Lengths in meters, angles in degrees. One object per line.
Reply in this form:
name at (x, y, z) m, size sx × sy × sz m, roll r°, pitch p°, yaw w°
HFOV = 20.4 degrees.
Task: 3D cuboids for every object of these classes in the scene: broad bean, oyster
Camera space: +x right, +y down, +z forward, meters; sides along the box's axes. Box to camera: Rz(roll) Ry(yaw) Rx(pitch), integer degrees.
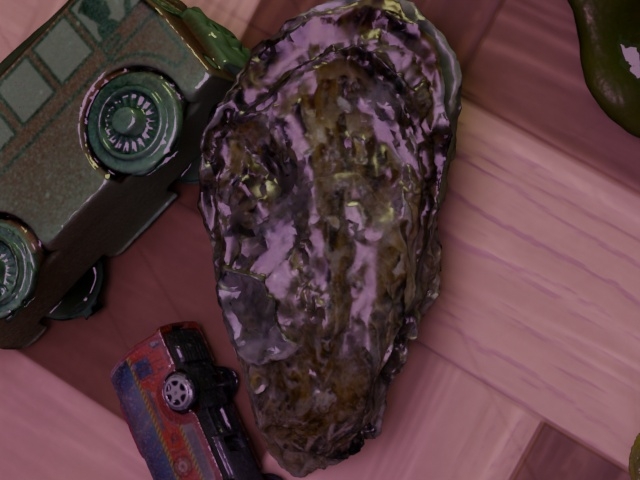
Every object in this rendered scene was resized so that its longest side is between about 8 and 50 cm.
broad bean at (0.165, -0.204, 1.160) m, size 0.098 × 0.056 × 0.318 m, roll -25°, pitch 99°, yaw 39°
oyster at (0.002, 0.005, 1.215) m, size 0.162 × 0.158 × 0.351 m, roll 14°, pitch 105°, yaw 29°

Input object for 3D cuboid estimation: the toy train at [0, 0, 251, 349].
toy train at (-0.188, -0.049, 1.295) m, size 0.326 × 0.129 × 0.159 m, roll -45°, pitch 70°, yaw 14°

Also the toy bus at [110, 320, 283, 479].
toy bus at (-0.086, 0.157, 1.284) m, size 0.077 × 0.065 × 0.192 m, roll -30°, pitch 78°, yaw 26°

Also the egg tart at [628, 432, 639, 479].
egg tart at (0.297, 0.128, 1.127) m, size 0.197 × 0.078 × 0.197 m, roll -1°, pitch 88°, yaw 19°
